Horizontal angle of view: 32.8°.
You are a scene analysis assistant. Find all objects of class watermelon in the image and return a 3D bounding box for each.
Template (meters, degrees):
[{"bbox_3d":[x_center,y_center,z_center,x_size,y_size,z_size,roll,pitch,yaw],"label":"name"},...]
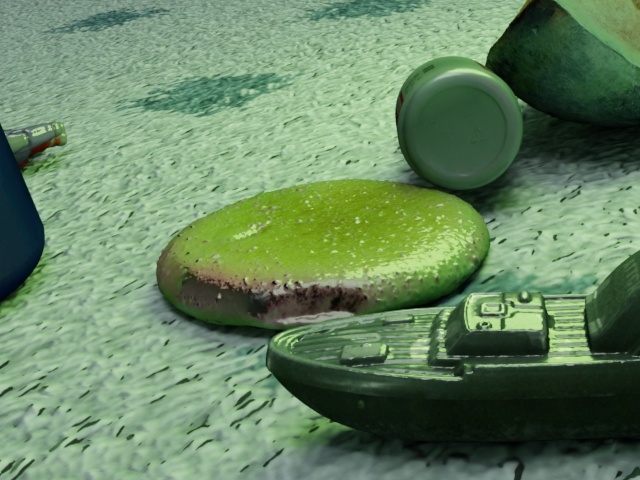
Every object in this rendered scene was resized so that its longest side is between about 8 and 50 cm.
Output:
[{"bbox_3d":[0.264,-0.165,0.943,0.322,0.188,0.175,-38,-6,-40],"label":"watermelon"}]

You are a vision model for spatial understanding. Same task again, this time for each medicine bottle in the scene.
[{"bbox_3d":[0.104,-0.101,0.865,0.091,0.090,0.216,-7,13,5],"label":"medicine bottle"}]

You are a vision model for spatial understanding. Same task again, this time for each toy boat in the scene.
[{"bbox_3d":[0.101,0.047,0.502,0.261,0.085,0.078,-4,22,12],"label":"toy boat"}]

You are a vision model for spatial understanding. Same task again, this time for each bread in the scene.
[{"bbox_3d":[0.000,0.000,0.733,0.229,0.033,0.228,-7,22,3],"label":"bread"}]

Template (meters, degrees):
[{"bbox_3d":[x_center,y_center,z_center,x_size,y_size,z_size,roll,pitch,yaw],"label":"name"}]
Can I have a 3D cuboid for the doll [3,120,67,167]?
[{"bbox_3d":[-0.333,-0.080,1.015,0.102,0.075,0.227,-14,3,36],"label":"doll"}]

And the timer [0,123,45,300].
[{"bbox_3d":[-0.356,-0.131,0.718,0.271,0.383,0.270,-7,22,3],"label":"timer"}]
